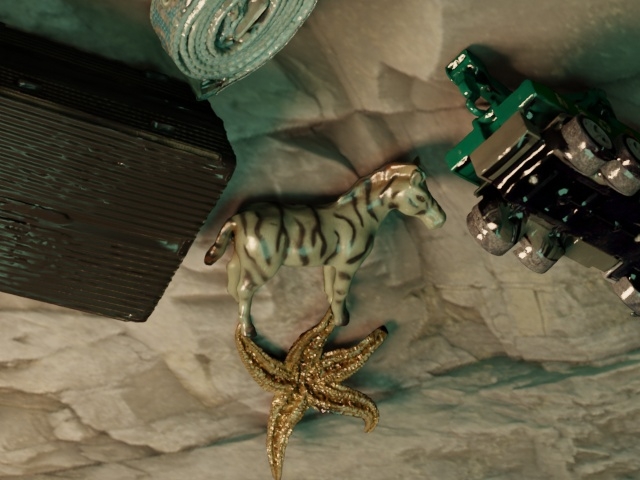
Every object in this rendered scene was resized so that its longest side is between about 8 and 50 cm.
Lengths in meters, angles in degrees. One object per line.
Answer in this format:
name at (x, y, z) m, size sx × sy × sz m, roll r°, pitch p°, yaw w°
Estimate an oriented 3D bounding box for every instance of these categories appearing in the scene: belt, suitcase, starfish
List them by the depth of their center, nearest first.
belt at (-0.085, -0.232, 1.721) m, size 0.163 × 0.082 × 0.147 m, roll -32°, pitch 141°, yaw 1°
suitcase at (-0.274, -0.064, 1.731) m, size 0.335 × 0.152 × 0.229 m, roll 16°, pitch 120°, yaw -31°
starfish at (-0.020, 0.164, 2.074) m, size 0.213 × 0.057 × 0.238 m, roll 21°, pitch 110°, yaw -21°

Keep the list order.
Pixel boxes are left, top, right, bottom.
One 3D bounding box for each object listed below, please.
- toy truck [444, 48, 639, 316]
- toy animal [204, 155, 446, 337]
toy truck at (0.283, -0.065, 1.927) m, size 0.363 × 0.178 × 0.176 m, roll 27°, pitch 123°, yaw -35°
toy animal at (0.006, 0.013, 1.950) m, size 0.255 × 0.090 × 0.170 m, roll -20°, pitch 125°, yaw -9°
